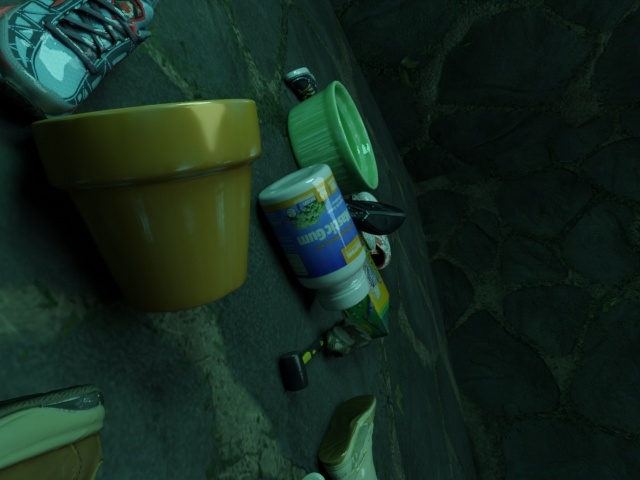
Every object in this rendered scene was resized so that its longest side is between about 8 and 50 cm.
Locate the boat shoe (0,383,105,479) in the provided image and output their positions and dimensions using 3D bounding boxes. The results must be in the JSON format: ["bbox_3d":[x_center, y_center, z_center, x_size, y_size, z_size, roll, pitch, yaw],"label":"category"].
[{"bbox_3d":[-0.227,0.152,0.177,0.324,0.122,0.120,13,64,-66],"label":"boat shoe"}]

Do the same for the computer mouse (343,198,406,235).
[{"bbox_3d":[0.094,-0.055,1.033,0.272,0.188,0.072,2,109,-39],"label":"computer mouse"}]

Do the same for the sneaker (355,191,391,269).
[{"bbox_3d":[0.170,-0.034,1.413,0.145,0.090,0.270,-30,104,-72],"label":"sneaker"}]

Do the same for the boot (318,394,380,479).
[{"bbox_3d":[0.078,0.414,0.814,0.213,0.077,0.165,-34,105,-64],"label":"boot"}]

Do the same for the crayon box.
[{"bbox_3d":[0.095,0.103,1.112,0.278,0.081,0.165,61,22,-27],"label":"crayon box"}]

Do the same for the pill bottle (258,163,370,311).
[{"bbox_3d":[0.000,0.000,0.847,0.272,0.152,0.152,64,21,-19],"label":"pill bottle"}]

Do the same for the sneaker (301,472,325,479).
[{"bbox_3d":[-0.002,0.427,0.615,0.084,0.058,0.152,46,37,-40],"label":"sneaker"}]

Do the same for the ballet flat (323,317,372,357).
[{"bbox_3d":[0.060,0.227,0.969,0.084,0.058,0.250,40,7,16],"label":"ballet flat"}]

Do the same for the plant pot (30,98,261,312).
[{"bbox_3d":[-0.155,-0.037,0.442,0.205,0.205,0.188,-49,134,-67],"label":"plant pot"}]

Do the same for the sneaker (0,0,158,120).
[{"bbox_3d":[-0.244,-0.232,0.444,0.104,0.125,0.262,52,28,-43],"label":"sneaker"}]

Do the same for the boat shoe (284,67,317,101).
[{"bbox_3d":[-0.043,-0.442,1.234,0.083,0.065,0.183,68,19,-6],"label":"boat shoe"}]

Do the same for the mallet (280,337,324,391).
[{"bbox_3d":[-0.027,0.205,0.782,0.189,0.039,0.062,-38,112,-73],"label":"mallet"}]

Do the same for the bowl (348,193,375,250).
[{"bbox_3d":[0.090,-0.040,1.215,0.170,0.080,0.170,-20,90,-74],"label":"bowl"}]

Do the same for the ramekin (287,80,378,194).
[{"bbox_3d":[0.034,-0.260,1.162,0.303,0.148,0.303,52,28,-43],"label":"ramekin"}]
